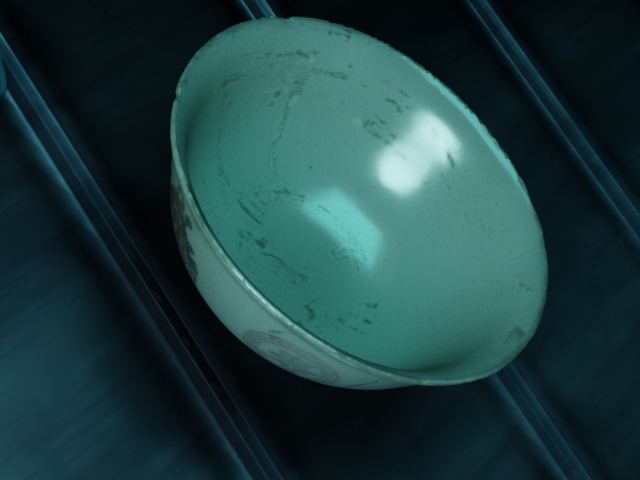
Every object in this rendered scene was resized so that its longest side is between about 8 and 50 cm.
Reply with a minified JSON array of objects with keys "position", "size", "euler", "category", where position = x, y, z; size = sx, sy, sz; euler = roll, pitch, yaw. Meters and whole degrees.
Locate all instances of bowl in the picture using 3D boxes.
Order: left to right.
[{"position":[0.000,0.000,1.708],"size":[0.434,0.196,0.435],"euler":[21,47,-25],"category":"bowl"}]

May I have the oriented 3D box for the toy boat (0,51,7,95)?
[{"position":[-0.388,-0.230,1.664],"size":[0.238,0.109,0.098],"euler":[52,18,15],"category":"toy boat"}]
